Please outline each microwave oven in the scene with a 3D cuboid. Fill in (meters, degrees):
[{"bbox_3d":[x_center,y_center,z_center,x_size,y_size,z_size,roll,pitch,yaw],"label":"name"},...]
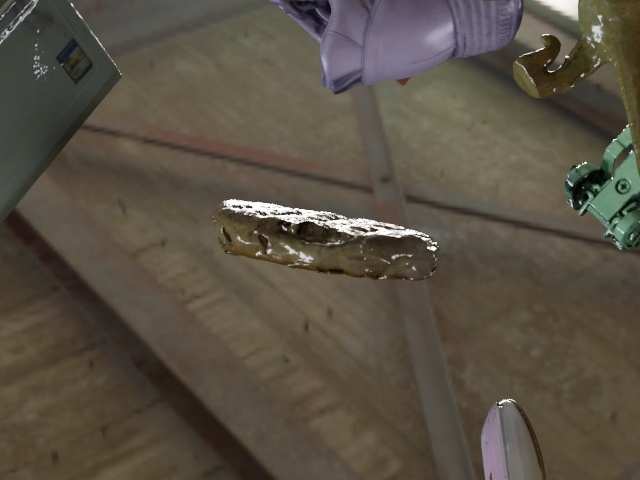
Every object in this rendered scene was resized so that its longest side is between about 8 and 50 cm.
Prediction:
[{"bbox_3d":[-0.291,-0.120,1.036,0.129,0.163,0.205,25,-110,33],"label":"microwave oven"}]

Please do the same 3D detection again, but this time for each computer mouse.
[{"bbox_3d":[0.249,0.320,1.634,0.056,0.126,0.245,5,-133,-9],"label":"computer mouse"}]

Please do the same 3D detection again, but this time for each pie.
[{"bbox_3d":[0.000,0.000,1.067,0.195,0.046,0.195,9,-177,0],"label":"pie"}]

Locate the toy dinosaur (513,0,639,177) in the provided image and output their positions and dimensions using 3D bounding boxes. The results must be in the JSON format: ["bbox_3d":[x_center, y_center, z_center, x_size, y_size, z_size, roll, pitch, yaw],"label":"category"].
[{"bbox_3d":[0.143,-0.106,0.576,0.126,0.039,0.162,-34,-107,-11],"label":"toy dinosaur"}]

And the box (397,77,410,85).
[{"bbox_3d":[0.045,-0.260,1.491,0.175,0.112,0.048,41,-91,6],"label":"box"}]

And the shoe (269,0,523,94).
[{"bbox_3d":[0.011,-0.195,0.830,0.138,0.095,0.245,-26,-117,-18],"label":"shoe"}]

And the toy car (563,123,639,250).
[{"bbox_3d":[0.240,-0.062,0.900,0.073,0.143,0.054,46,-164,27],"label":"toy car"}]
